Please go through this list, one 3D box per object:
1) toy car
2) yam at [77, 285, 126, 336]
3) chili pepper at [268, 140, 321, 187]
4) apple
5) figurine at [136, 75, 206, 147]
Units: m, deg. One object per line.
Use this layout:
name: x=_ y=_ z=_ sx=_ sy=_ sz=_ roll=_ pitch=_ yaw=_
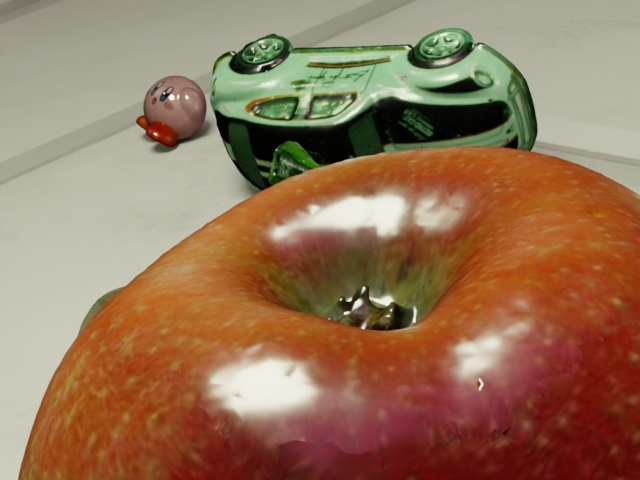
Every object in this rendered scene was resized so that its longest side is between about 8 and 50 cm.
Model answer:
toy car: x=0.032 y=-0.096 z=1.303 sx=0.305 sy=0.136 sz=0.125 roll=4 pitch=42 yaw=27
yam: x=-0.037 y=0.082 z=0.982 sx=0.259 sy=0.093 sz=0.093 roll=4 pitch=28 yaw=31
chili pepper: x=-0.003 y=-0.001 z=1.183 sx=0.062 sy=0.108 sz=0.216 roll=14 pitch=18 yaw=-33
apple: x=0.043 y=0.125 z=0.616 sx=0.348 sy=0.277 sz=0.348 roll=-9 pitch=24 yaw=4
figurine: x=-0.155 y=-0.139 z=1.557 sx=0.067 sy=0.071 sz=0.083 roll=24 pitch=8 yaw=-40
